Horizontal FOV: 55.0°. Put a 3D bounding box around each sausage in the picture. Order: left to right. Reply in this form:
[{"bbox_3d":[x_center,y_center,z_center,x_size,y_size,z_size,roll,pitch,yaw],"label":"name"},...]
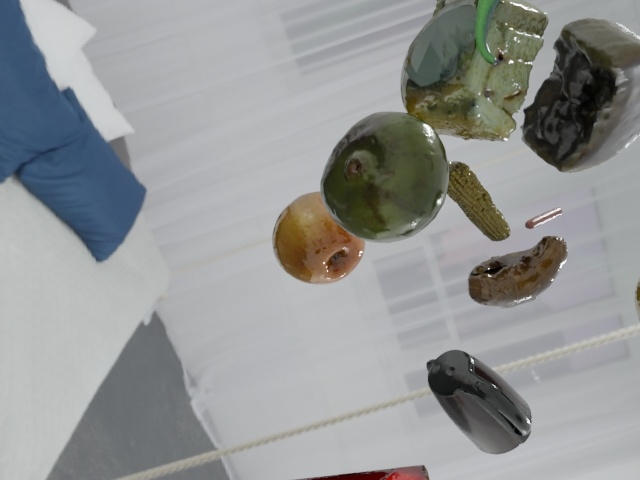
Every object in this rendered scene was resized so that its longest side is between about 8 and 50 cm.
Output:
[{"bbox_3d":[0.674,-0.068,1.853,0.223,0.029,0.029,-19,92,-42],"label":"sausage"}]

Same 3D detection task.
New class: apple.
[{"bbox_3d":[0.000,0.000,1.907,0.275,0.299,0.298,57,-9,51],"label":"apple"}]

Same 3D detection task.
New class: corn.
[{"bbox_3d":[0.434,-0.107,1.724,0.320,0.097,0.097,44,19,-30],"label":"corn"}]

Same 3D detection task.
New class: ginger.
[{"bbox_3d":[0.584,0.103,1.824,0.165,0.322,0.172,56,-11,51],"label":"ginger"}]

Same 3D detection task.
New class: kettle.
[{"bbox_3d":[0.324,0.328,1.236,0.232,0.144,0.202,44,-8,-32],"label":"kettle"}]

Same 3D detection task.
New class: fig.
[{"bbox_3d":[0.115,-0.088,0.951,0.225,0.203,0.202,21,48,-54],"label":"fig"}]

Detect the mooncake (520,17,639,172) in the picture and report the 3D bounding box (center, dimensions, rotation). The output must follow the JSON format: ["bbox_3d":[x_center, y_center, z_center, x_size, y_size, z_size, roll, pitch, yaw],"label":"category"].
[{"bbox_3d":[0.727,-0.390,1.690,0.393,0.394,0.246,28,28,-42],"label":"mooncake"}]

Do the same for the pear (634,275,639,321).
[{"bbox_3d":[0.836,0.125,1.264,0.348,0.349,0.348,-17,90,-86],"label":"pear"}]

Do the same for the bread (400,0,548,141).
[{"bbox_3d":[0.359,-0.454,1.470,0.264,0.239,0.394,23,87,-47],"label":"bread"}]

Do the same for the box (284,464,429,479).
[{"bbox_3d":[0.038,0.500,1.028,0.089,0.314,0.197,-18,99,-86],"label":"box"}]

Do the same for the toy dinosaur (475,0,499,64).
[{"bbox_3d":[0.491,-0.577,1.228,0.144,0.375,0.499,50,39,-72],"label":"toy dinosaur"}]
